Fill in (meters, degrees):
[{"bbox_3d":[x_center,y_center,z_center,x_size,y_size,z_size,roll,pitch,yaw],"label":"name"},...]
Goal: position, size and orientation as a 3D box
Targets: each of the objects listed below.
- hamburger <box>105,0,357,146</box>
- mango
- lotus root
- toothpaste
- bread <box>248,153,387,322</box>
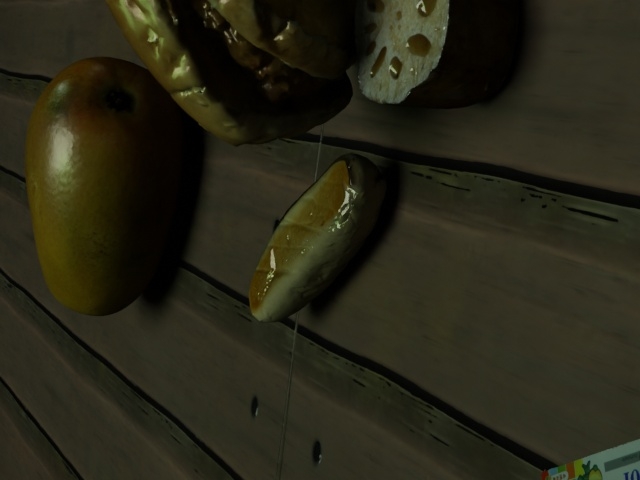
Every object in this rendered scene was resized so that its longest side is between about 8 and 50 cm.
[{"bbox_3d":[-0.057,-0.203,1.207,0.144,0.283,0.259,-33,90,30],"label":"hamburger"},{"bbox_3d":[-0.243,-0.049,1.787,0.211,0.173,0.317,-114,29,-52],"label":"mango"},{"bbox_3d":[0.082,-0.146,1.097,0.112,0.081,0.122,144,128,-61],"label":"lotus root"},{"bbox_3d":[0.172,0.129,0.865,0.164,0.034,0.046,141,127,-62],"label":"toothpaste"},{"bbox_3d":[0.000,0.000,1.310,0.214,0.053,0.073,-51,43,50],"label":"bread"}]
